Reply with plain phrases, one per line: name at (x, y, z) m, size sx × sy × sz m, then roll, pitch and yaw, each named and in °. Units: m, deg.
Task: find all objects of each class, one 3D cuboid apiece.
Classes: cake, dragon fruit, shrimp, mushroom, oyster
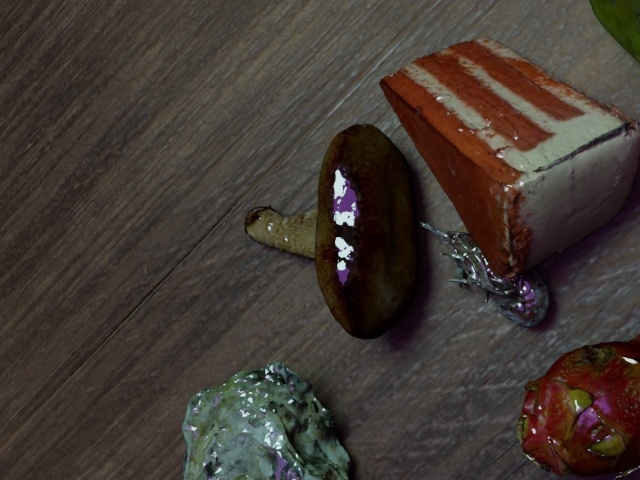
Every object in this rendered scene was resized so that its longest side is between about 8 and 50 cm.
cake at (0.192, -0.088, 0.948) m, size 0.158 × 0.159 × 0.262 m, roll -26°, pitch 39°, yaw -9°
dragon fruit at (0.294, 0.130, 0.881) m, size 0.125 × 0.125 × 0.246 m, roll 42°, pitch 82°, yaw -9°
shrimp at (0.169, 0.028, 0.967) m, size 0.165 × 0.056 × 0.065 m, roll 33°, pitch 105°, yaw 24°
mushroom at (0.000, 0.000, 1.019) m, size 0.217 × 0.148 × 0.227 m, roll -9°, pitch 72°, yaw 40°
oyster at (-0.061, 0.273, 0.993) m, size 0.198 × 0.112 × 0.267 m, roll -16°, pitch 84°, yaw 1°

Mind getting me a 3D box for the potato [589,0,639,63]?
potato at (0.328, -0.241, 0.898) m, size 0.225 × 0.090 × 0.117 m, roll 65°, pitch 147°, yaw 19°
